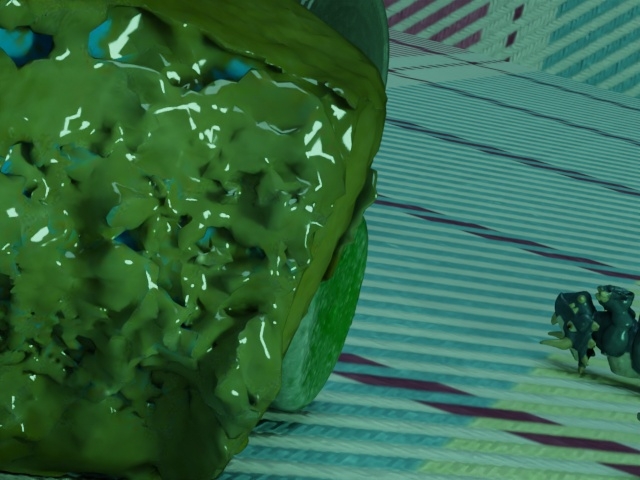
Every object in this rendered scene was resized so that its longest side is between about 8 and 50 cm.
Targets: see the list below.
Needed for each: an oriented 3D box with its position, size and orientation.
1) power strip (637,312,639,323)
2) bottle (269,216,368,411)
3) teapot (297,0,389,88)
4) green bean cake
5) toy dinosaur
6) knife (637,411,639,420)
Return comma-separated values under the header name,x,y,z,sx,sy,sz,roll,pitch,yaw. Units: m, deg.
name,x,y,z,sx,sy,sz,roll,pitch,yaw
power strip,0.248,0.045,0.980,0.154,0.078,0.154,13,8,-2
bottle,-0.147,-0.019,0.755,0.330,0.093,0.093,17,11,14
teapot,-0.081,-0.105,1.149,0.225,0.171,0.203,12,-23,25
green bean cake,-0.148,-0.018,0.545,0.285,0.202,0.310,30,15,13
toy dinosaur,0.154,0.050,0.919,0.083,0.047,0.030,13,11,13
knife,0.255,0.094,0.814,0.123,0.053,0.278,18,10,42
